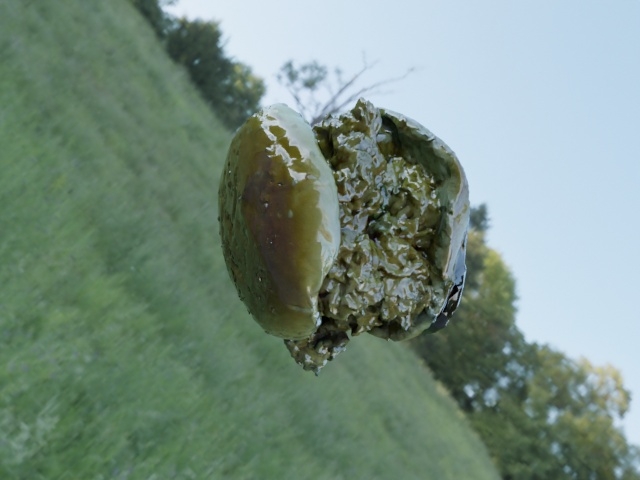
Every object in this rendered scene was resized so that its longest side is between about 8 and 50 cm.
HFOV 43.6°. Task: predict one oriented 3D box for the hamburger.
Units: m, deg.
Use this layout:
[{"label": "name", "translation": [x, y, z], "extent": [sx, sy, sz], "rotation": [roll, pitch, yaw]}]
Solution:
[{"label": "hamburger", "translation": [0.000, 0.000, 0.497], "extent": [0.159, 0.131, 0.185], "rotation": [30, -58, 53]}]
